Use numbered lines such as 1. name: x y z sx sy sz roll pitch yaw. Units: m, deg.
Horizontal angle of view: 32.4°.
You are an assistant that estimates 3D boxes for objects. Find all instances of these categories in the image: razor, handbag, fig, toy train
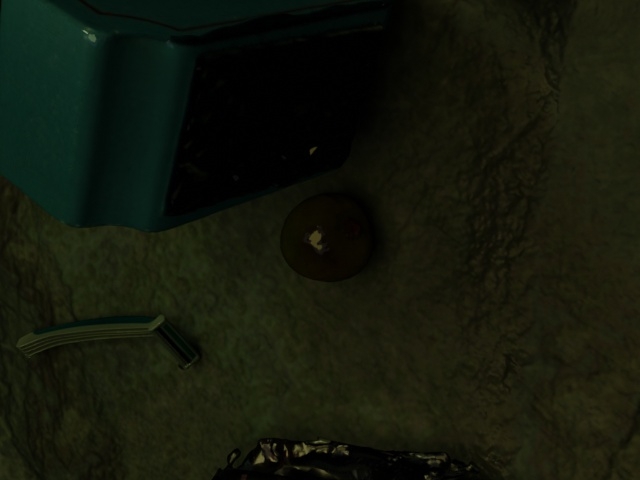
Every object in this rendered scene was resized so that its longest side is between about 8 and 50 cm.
1. razor: -0.206 0.090 1.036 0.191 0.037 0.068 -4 140 29
2. handbag: 0.020 0.250 0.924 0.260 0.113 0.162 1 107 22
3. fig: 0.000 0.000 0.910 0.088 0.074 0.074 -17 93 47
4. toy train: -0.105 -0.144 0.805 0.265 0.300 0.188 35 127 28
